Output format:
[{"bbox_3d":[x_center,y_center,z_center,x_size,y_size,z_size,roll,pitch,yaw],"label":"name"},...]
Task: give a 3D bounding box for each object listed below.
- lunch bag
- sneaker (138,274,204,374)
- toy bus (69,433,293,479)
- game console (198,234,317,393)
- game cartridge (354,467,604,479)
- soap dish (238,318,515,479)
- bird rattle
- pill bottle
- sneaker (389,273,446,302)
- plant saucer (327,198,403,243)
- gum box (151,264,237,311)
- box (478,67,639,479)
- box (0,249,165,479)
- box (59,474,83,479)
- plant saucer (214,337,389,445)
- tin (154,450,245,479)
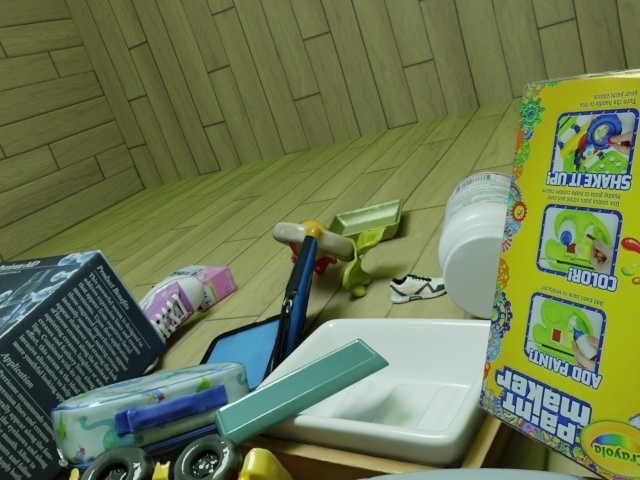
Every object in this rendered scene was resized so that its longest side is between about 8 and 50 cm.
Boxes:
[{"bbox_3d":[-0.200,0.209,0.713,0.219,0.090,0.176,-9,-9,-36],"label":"lunch bag"},{"bbox_3d":[-0.316,0.178,1.158,0.282,0.102,0.161,-41,30,-28],"label":"sneaker"},{"bbox_3d":[-0.137,0.304,0.526,0.220,0.149,0.211,-13,32,12],"label":"toy bus"},{"bbox_3d":[-0.116,0.137,0.956,0.173,0.250,0.293,10,20,1],"label":"game console"},{"bbox_3d":[0.089,0.238,0.402,0.294,0.060,0.196,-13,10,28],"label":"game cartridge"},{"bbox_3d":[0.077,0.189,0.666,0.291,0.118,0.229,-5,22,37],"label":"soap dish"},{"bbox_3d":[0.000,0.000,1.172,0.207,0.143,0.253,24,-2,-41],"label":"bird rattle"},{"bbox_3d":[0.276,0.001,0.962,0.160,0.160,0.283,-12,19,20],"label":"pill bottle"},{"bbox_3d":[0.172,0.078,1.031,0.109,0.043,0.040,-13,16,11],"label":"sneaker"},{"bbox_3d":[0.110,-0.033,1.427,0.188,0.045,0.188,-13,18,16],"label":"plant saucer"},{"bbox_3d":[-0.301,0.109,1.388,0.188,0.062,0.107,-1,24,44],"label":"gum box"},{"bbox_3d":[0.314,0.028,0.481,0.290,0.279,0.177,4,6,-28],"label":"box"},{"bbox_3d":[-0.494,0.219,0.898,0.294,0.212,0.395,-7,32,34],"label":"box"},{"bbox_3d":[-0.284,0.325,0.680,0.052,0.083,0.062,-16,17,2],"label":"box"},{"bbox_3d":[-0.023,0.159,0.636,0.192,0.018,0.067,-24,18,-14],"label":"plant saucer"},{"bbox_3d":[-0.186,0.292,0.764,0.190,0.040,0.106,-21,13,-7],"label":"tin"}]
